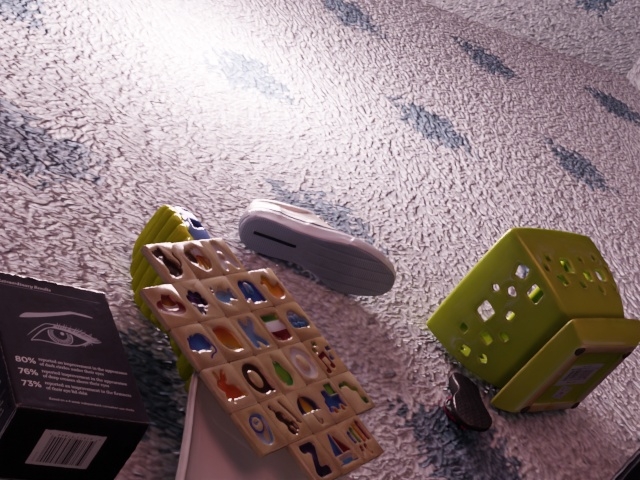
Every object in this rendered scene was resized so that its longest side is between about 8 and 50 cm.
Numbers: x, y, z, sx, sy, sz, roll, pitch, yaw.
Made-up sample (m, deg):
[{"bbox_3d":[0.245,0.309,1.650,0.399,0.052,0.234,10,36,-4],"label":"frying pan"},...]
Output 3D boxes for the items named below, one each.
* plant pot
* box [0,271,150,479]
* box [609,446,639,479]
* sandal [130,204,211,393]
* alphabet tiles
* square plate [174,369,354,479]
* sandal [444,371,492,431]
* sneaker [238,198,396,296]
[{"bbox_3d":[0.341,0.133,1.835,0.228,0.227,0.207,5,43,-45],"label":"plant pot"},{"bbox_3d":[-0.290,0.144,1.256,0.153,0.108,0.207,15,31,-36],"label":"box"},{"bbox_3d":[0.613,0.426,1.549,0.480,0.297,0.471,42,26,19],"label":"box"},{"bbox_3d":[-0.141,0.085,1.528,0.138,0.126,0.317,12,40,-45],"label":"sandal"},{"bbox_3d":[-0.066,0.133,1.411,0.342,0.011,0.285,52,24,14],"label":"alphabet tiles"},{"bbox_3d":[-0.026,0.334,1.219,0.347,0.049,0.344,39,23,-19],"label":"square plate"},{"bbox_3d":[0.206,0.241,1.716,0.067,0.040,0.179,36,12,-4],"label":"sandal"},{"bbox_3d":[0.000,0.000,1.834,0.258,0.094,0.091,25,32,-12],"label":"sneaker"}]
